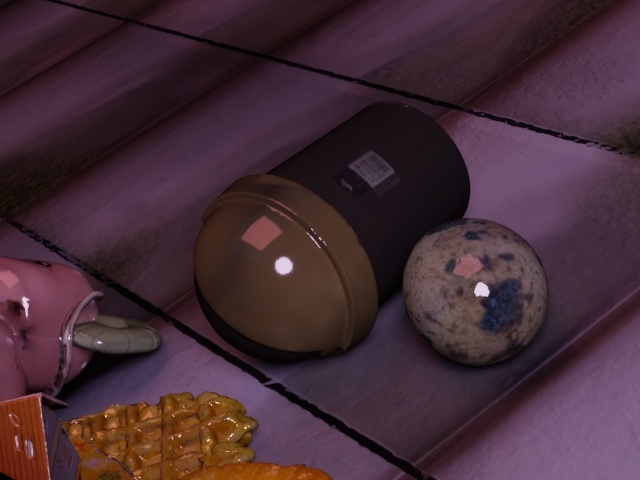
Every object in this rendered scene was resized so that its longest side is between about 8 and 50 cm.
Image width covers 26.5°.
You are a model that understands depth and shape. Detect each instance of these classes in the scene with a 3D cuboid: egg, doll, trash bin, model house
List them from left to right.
[{"bbox_3d":[-0.289,0.215,1.254,0.219,0.136,0.207,-13,35,9],"label":"model house"},{"bbox_3d":[-0.344,0.123,1.539,0.284,0.216,0.268,6,5,28],"label":"doll"},{"bbox_3d":[0.000,0.000,1.460,0.214,0.214,0.334,4,34,39],"label":"trash bin"},{"bbox_3d":[0.150,0.046,1.347,0.141,0.141,0.182,-23,21,-1],"label":"egg"}]

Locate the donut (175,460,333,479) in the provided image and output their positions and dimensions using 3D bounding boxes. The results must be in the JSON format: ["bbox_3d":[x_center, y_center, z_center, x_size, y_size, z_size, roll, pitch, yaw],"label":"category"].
[{"bbox_3d":[-0.085,0.314,1.100,0.303,0.110,0.303,-15,31,9],"label":"donut"}]

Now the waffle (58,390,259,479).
[{"bbox_3d":[-0.197,0.238,1.354,0.280,0.060,0.262,13,43,44],"label":"waffle"}]
